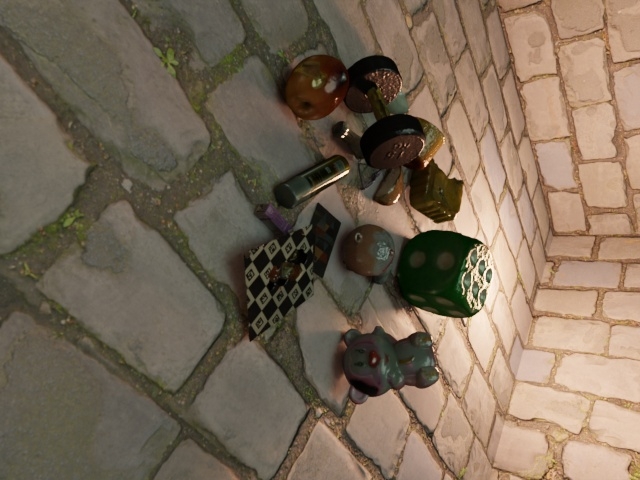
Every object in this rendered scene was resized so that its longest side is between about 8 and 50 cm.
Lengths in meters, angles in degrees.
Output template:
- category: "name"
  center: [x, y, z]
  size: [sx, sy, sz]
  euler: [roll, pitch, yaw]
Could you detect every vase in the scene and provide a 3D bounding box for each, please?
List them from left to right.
- category: "vase"
  center: [0.106, -0.346, 1.518]
  size: [0.148, 0.081, 0.081]
  euler: [30, 67, -43]

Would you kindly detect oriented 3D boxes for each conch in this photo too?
- category: "conch"
  center: [0.260, -0.565, 1.663]
  size: [0.221, 0.120, 0.185]
  euler: [54, 48, -43]

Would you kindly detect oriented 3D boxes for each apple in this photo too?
- category: "apple"
  center: [-0.015, -0.446, 1.307]
  size: [0.199, 0.199, 0.199]
  euler: [0, 89, -49]

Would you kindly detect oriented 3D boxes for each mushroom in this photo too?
- category: "mushroom"
  center: [0.281, -0.210, 1.724]
  size: [0.210, 0.072, 0.094]
  euler: [-59, 139, -32]

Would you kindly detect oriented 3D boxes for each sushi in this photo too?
- category: "sushi"
  center: [-0.126, 0.102, 1.263]
  size: [0.290, 0.050, 0.264]
  euler: [-29, 126, -48]

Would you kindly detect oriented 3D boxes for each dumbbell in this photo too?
- category: "dumbbell"
  center: [0.196, -0.411, 1.440]
  size: [0.203, 0.203, 0.323]
  euler: [14, 53, -48]

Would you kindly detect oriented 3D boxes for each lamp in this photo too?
- category: "lamp"
  center: [0.225, 0.417, 1.515]
  size: [0.247, 0.301, 0.247]
  euler: [90, -6, -70]

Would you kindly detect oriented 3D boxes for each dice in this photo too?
- category: "dice"
  center: [0.509, 0.138, 1.816]
  size: [0.297, 0.300, 0.287]
  euler: [41, 62, -42]

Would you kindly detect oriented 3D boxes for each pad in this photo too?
- category: "pad"
  center: [0.000, 0.000, 1.445]
  size: [0.143, 0.003, 0.212]
  euler: [38, 62, -42]

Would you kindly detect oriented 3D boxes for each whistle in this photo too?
- category: "whistle"
  center: [0.199, 0.065, 1.565]
  size: [0.348, 0.189, 0.189]
  euler: [48, 54, -51]

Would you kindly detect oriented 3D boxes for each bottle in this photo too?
- category: "bottle"
  center: [-0.019, -0.184, 1.364]
  size: [0.286, 0.082, 0.082]
  euler: [-37, 117, -44]

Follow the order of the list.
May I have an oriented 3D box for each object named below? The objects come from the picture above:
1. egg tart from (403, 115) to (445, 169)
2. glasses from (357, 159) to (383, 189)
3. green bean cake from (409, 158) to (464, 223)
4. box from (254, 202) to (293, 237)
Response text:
- category: "egg tart"
  center: [0.370, -0.373, 1.757]
  size: [0.202, 0.202, 0.147]
  euler: [38, 76, -43]
- category: "glasses"
  center: [0.163, -0.260, 1.621]
  size: [0.104, 0.062, 0.140]
  euler: [46, 54, -12]
- category: "green bean cake"
  center: [0.501, -0.215, 1.903]
  size: [0.236, 0.124, 0.233]
  euler: [25, 67, -31]
- category: "box"
  center: [-0.131, -0.055, 1.257]
  size: [0.117, 0.050, 0.036]
  euler: [48, 57, -36]
